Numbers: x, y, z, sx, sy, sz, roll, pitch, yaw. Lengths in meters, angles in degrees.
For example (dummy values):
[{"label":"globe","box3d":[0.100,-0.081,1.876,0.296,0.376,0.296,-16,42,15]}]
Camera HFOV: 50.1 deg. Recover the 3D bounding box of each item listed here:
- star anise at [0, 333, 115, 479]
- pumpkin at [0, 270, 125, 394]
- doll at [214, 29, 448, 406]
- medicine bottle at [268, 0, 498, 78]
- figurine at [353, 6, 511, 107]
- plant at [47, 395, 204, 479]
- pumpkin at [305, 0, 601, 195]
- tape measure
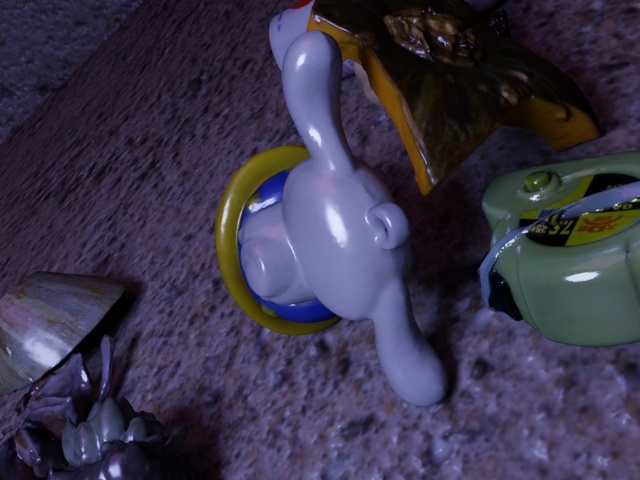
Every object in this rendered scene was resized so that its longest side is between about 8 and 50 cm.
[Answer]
[{"label":"star anise","box3d":[-0.323,0.222,0.810,0.231,0.089,0.209,-41,23,-1]},{"label":"pumpkin","box3d":[-0.387,0.103,0.938,0.217,0.110,0.217,-39,19,16]},{"label":"doll","box3d":[-0.019,-0.022,0.606,0.159,0.311,0.242,-16,22,-9]},{"label":"medicine bottle","box3d":[0.098,-0.330,0.966,0.341,0.130,0.130,-18,42,30]},{"label":"figurine","box3d":[0.138,-0.235,0.856,0.196,0.108,0.114,-16,47,23]},{"label":"plant","box3d":[-0.178,0.241,0.622,0.132,0.129,0.194,-23,43,21]},{"label":"pumpkin","box3d":[0.106,-0.174,0.655,0.290,0.258,0.095,50,134,29]},{"label":"tape measure","box3d":[0.214,0.005,0.524,0.200,0.106,0.175,-6,34,37]}]
